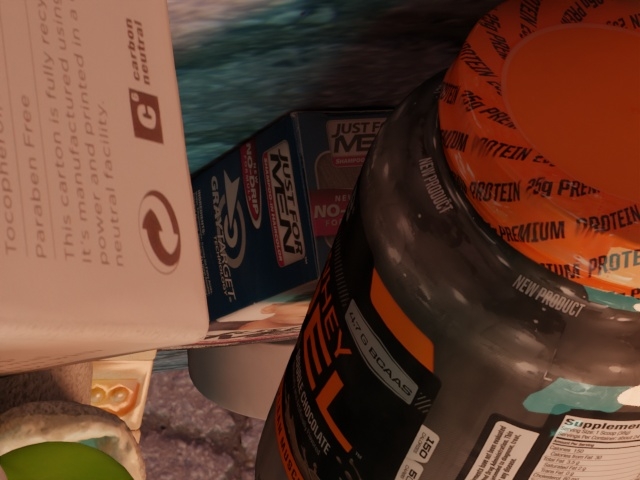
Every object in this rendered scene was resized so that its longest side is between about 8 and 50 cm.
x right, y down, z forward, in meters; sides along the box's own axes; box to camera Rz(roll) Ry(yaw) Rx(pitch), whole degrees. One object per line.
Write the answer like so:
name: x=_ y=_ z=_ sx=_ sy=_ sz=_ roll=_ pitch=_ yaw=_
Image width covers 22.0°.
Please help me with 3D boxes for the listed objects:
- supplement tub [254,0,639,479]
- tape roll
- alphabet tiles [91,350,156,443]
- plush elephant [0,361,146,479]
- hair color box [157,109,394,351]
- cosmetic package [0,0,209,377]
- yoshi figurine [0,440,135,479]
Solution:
supplement tub: x=0.097 y=0.050 z=0.837 sx=0.207 sy=0.207 sz=0.338 roll=-5 pitch=141 yaw=-22
tape roll: x=-0.005 y=0.072 z=1.398 sx=0.219 sy=0.072 sz=0.219 roll=-2 pitch=-157 yaw=1
alphabet tiles: x=-0.270 y=0.102 z=1.055 sx=0.342 sy=0.285 sz=0.011 roll=1 pitch=-154 yaw=-27
plush elephant: x=-0.219 y=0.065 z=0.771 sx=0.330 sy=0.272 sz=0.255 roll=-32 pitch=143 yaw=4
hair color box: x=0.000 y=0.000 z=1.122 sx=0.173 sy=0.105 sz=0.347 roll=-5 pitch=171 yaw=-24
cosmetic package: x=-0.235 y=-0.038 z=0.383 sx=0.230 sy=0.162 sz=0.453 roll=-11 pitch=172 yaw=22
yoshi figurine: x=-0.145 y=0.128 z=0.406 sx=0.203 sy=0.203 sz=0.362 roll=-21 pitch=169 yaw=34
